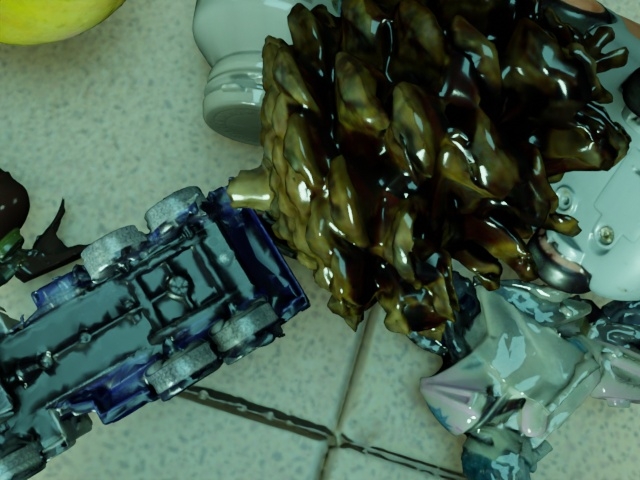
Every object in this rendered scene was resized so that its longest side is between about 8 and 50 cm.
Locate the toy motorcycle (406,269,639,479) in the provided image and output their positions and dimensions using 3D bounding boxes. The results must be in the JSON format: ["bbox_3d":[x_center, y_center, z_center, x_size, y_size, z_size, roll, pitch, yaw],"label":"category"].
[{"bbox_3d":[0.182,0.135,0.582,0.239,0.108,0.204,3,71,16],"label":"toy motorcycle"}]

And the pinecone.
[{"bbox_3d":[0.068,-0.062,0.442,0.257,0.243,0.244,-17,79,28],"label":"pinecone"}]

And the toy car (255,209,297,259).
[{"bbox_3d":[0.000,0.000,0.593,0.142,0.069,0.055,18,79,-6],"label":"toy car"}]

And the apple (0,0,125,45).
[{"bbox_3d":[-0.238,-0.296,0.509,0.286,0.286,0.233,29,45,-3],"label":"apple"}]

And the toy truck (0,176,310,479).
[{"bbox_3d":[-0.153,0.076,0.507,0.268,0.155,0.124,-30,84,-12],"label":"toy truck"}]

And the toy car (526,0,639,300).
[{"bbox_3d":[0.265,-0.085,0.581,0.212,0.181,0.270,-3,44,-26],"label":"toy car"}]

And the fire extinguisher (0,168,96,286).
[{"bbox_3d":[-0.334,-0.075,0.533,0.341,0.105,0.141,38,56,-8],"label":"fire extinguisher"}]

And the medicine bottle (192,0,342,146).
[{"bbox_3d":[-0.040,-0.198,0.594,0.135,0.135,0.215,10,76,-8],"label":"medicine bottle"}]
